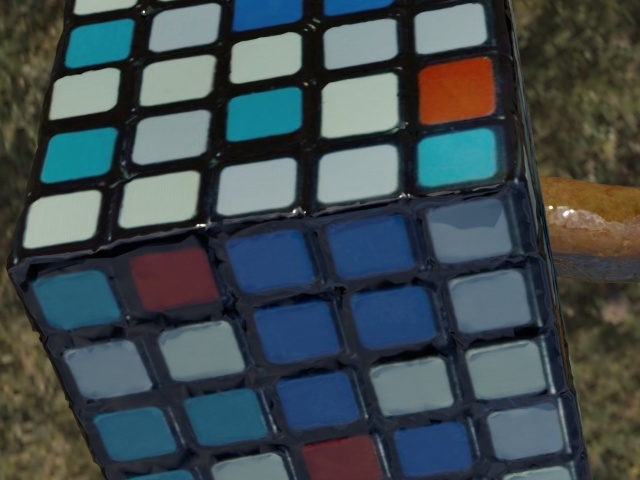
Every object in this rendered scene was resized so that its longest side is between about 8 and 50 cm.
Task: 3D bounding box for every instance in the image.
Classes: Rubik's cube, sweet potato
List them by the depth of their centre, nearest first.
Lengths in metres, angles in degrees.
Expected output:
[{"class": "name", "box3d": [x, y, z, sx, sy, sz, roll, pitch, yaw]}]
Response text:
[{"class": "Rubik's cube", "box3d": [0.000, 0.000, 0.738, 0.184, 0.187, 0.182, -9, 131, 9]}, {"class": "sweet potato", "box3d": [0.140, -0.006, 1.017, 0.281, 0.059, 0.067, -4, 134, 4]}]
